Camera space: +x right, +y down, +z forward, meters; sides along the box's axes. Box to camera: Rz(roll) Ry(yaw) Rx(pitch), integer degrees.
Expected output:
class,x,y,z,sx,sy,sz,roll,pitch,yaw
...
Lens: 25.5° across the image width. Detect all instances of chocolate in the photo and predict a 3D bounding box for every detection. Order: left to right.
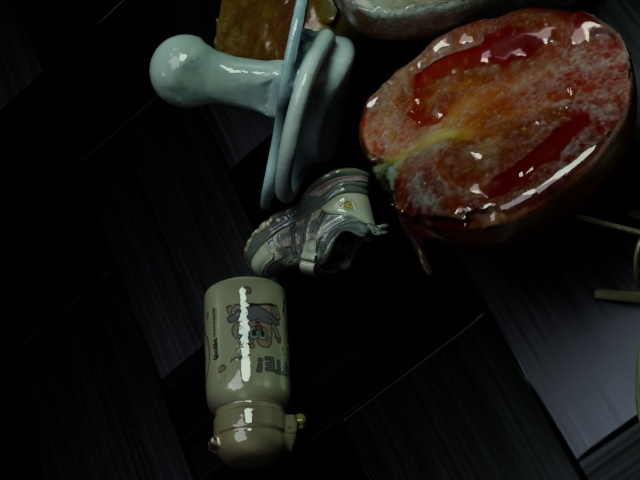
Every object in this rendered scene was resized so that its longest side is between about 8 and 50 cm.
class,x,y,z,sx,sy,sz,roll,pitch,yaw
chocolate,0.147,-0.296,1.575,0.303,0.100,0.185,-16,47,-16

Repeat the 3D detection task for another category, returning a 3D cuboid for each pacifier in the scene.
class,x,y,z,sx,sy,sz,roll,pitch,yaw
pacifier,-0.082,-0.166,1.579,0.226,0.287,0.238,11,42,2

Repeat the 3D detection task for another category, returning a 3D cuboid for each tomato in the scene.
class,x,y,z,sx,sy,sz,roll,pitch,yaw
tomato,0.200,-0.093,1.453,0.309,0.170,0.309,-18,48,21

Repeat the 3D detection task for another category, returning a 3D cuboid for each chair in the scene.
class,x,y,z,sx,sy,sz,roll,pitch,yaw
chair,0.356,0.025,1.340,0.222,0.104,0.095,10,104,44

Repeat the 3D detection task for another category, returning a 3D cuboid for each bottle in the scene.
class,x,y,z,sx,sy,sz,roll,pitch,yaw
bottle,-0.075,0.152,1.589,0.110,0.097,0.209,1,62,-10

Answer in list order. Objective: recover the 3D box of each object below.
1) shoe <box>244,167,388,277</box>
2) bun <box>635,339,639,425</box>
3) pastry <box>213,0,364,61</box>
class,x,y,z,sx,sy,sz,roll,pitch,yaw
shoe,0.000,0.000,1.618,0.180,0.089,0.092,-38,64,20
bun,0.442,0.126,1.140,0.364,0.202,0.364,-7,68,17
pastry,-0.039,-0.286,1.772,0.219,0.100,0.228,-20,62,32
